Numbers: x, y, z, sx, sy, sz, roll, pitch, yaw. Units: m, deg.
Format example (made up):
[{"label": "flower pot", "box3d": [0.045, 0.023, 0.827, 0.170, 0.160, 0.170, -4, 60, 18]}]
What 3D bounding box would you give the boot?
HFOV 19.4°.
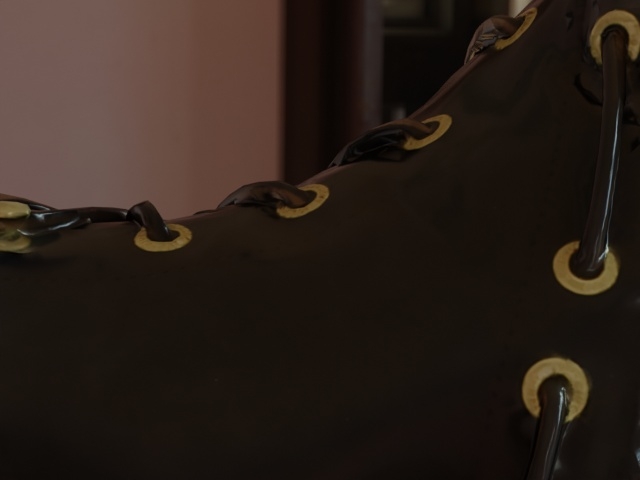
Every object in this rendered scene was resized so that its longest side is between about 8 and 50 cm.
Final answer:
[{"label": "boot", "box3d": [0.000, 0.000, 0.524, 0.284, 0.377, 0.138, 0, -21, 4]}]
